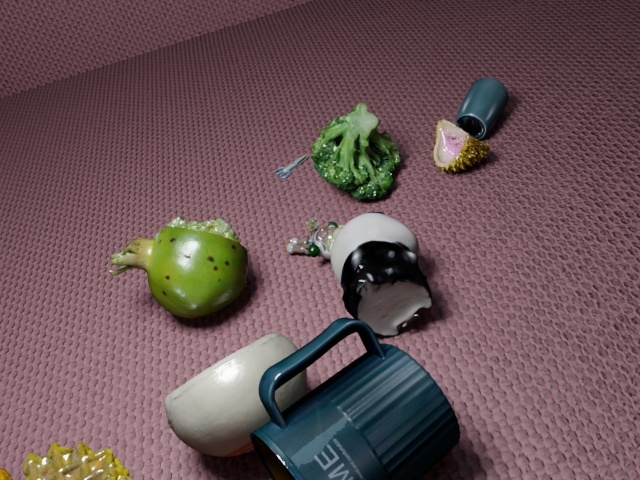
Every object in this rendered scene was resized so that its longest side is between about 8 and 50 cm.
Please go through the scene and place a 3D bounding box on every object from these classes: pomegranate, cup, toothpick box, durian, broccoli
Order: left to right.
[{"bbox_3d":[-0.331,0.060,1.585,0.340,0.260,0.260,4,37,-15],"label":"pomegranate"},{"bbox_3d":[0.047,0.324,1.148,0.292,0.242,0.308,-32,75,-21],"label":"cup"},{"bbox_3d":[0.102,-0.254,1.837,0.265,0.245,0.295,3,65,-4],"label":"broccoli"},{"bbox_3d":[0.386,-0.266,1.826,0.182,0.132,0.165,11,35,45],"label":"durian"},{"bbox_3d":[0.470,-0.383,1.939,0.120,0.120,0.184,11,49,30],"label":"toothpick box"}]

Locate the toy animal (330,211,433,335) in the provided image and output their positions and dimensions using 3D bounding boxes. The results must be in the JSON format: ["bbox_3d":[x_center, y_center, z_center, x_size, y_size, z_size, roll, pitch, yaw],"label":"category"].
[{"bbox_3d":[0.134,0.069,1.479,0.212,0.213,0.267,-14,36,4],"label":"toy animal"}]

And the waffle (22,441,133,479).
[{"bbox_3d":[-0.454,0.531,1.184,0.261,0.151,0.324,-8,43,3],"label":"waffle"}]

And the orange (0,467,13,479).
[{"bbox_3d":[-0.671,0.506,1.346,0.083,0.083,0.083,-10,40,9],"label":"orange"}]

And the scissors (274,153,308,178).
[{"bbox_3d":[-0.087,-0.233,2.046,0.119,0.014,0.058,-37,44,-18],"label":"scissors"}]

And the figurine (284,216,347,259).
[{"bbox_3d":[0.000,-0.001,1.683,0.197,0.094,0.147,5,34,26],"label":"figurine"}]

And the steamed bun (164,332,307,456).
[{"bbox_3d":[-0.147,0.309,1.266,0.283,0.283,0.177,-30,83,-16],"label":"steamed bun"}]
